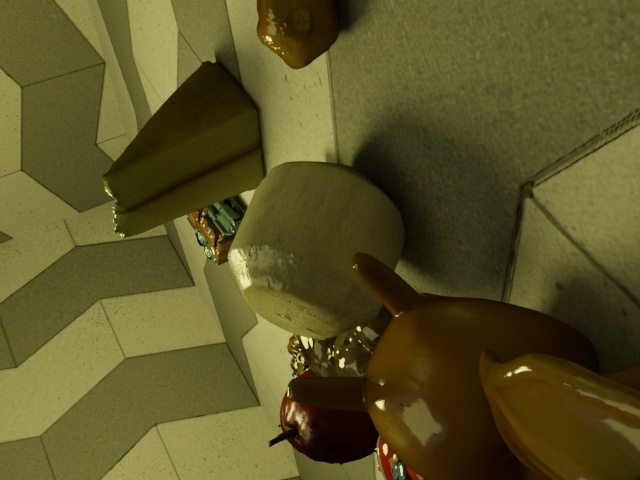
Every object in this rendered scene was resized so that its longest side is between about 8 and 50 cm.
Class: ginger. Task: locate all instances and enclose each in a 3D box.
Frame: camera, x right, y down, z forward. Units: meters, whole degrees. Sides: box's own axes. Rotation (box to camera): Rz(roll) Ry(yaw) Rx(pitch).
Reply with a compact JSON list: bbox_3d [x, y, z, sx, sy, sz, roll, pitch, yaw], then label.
[{"bbox_3d":[0.078,0.196,1.007,0.304,0.155,0.245,-12,96,61],"label":"ginger"}]

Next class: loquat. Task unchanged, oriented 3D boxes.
[{"bbox_3d":[-0.035,-0.296,0.748,0.137,0.113,0.137,155,90,-85],"label":"loquat"}]

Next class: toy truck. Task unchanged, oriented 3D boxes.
[{"bbox_3d":[-0.323,-0.110,1.665,0.338,0.133,0.184,52,147,25],"label":"toy truck"}]

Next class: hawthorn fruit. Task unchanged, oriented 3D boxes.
[{"bbox_3d":[0.001,0.384,1.242,0.230,0.266,0.210,26,119,55],"label":"hawthorn fruit"}]

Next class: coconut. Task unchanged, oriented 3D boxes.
[{"bbox_3d":[0.000,0.000,0.839,0.237,0.266,0.237,17,157,7],"label":"coconut"}]

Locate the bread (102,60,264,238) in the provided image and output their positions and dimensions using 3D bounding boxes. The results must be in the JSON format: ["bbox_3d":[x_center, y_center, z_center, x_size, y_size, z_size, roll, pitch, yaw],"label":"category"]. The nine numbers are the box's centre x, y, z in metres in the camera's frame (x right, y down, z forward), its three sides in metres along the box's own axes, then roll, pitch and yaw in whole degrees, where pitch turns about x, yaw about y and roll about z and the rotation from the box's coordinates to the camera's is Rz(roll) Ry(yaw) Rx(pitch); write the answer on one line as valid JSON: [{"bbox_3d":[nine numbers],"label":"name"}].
[{"bbox_3d":[-0.323,-0.191,1.227,0.245,0.361,0.233,49,155,31],"label":"bread"}]

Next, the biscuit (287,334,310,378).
[{"bbox_3d":[0.004,0.396,1.506,0.334,0.081,0.289,64,161,-1],"label":"biscuit"}]

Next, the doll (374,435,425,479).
[{"bbox_3d":[0.167,0.390,1.008,0.290,0.129,0.161,169,83,-84],"label":"doll"}]

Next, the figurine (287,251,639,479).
[{"bbox_3d":[0.191,0.168,0.495,0.387,0.268,0.401,29,148,42],"label":"figurine"}]
